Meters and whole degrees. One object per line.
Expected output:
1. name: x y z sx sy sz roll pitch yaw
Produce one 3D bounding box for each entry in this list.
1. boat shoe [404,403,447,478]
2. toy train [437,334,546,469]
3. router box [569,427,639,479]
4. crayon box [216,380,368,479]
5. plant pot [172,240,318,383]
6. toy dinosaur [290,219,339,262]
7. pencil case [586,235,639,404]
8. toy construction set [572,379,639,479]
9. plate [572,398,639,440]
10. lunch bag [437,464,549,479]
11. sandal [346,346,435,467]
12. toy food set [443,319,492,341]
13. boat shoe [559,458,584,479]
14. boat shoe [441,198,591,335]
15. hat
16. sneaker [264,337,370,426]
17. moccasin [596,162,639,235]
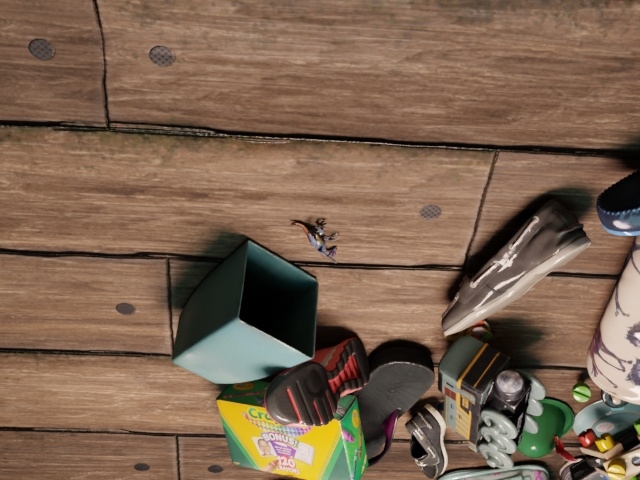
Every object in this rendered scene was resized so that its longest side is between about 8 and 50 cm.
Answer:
1. boat shoe: 0.218 0.438 2.024 0.079 0.084 0.233 -36 142 -22
2. toy train: 0.321 0.316 1.843 0.190 0.142 0.334 32 157 24
3. router box: 0.722 0.506 2.002 0.309 0.081 0.243 -36 97 15
4. crayon box: -0.054 0.372 1.862 0.278 0.081 0.165 4 119 28
5. plant pot: -0.144 0.149 1.674 0.165 0.165 0.234 31 134 -30
6. toy dinosaur: 0.000 0.000 1.616 0.090 0.047 0.082 27 150 19
7. pencil case: 0.593 0.112 1.640 0.183 0.160 0.410 19 139 15
8. toy construction set: 0.631 0.442 1.834 0.257 0.237 0.309 -4 101 12
9. plate: 0.638 0.393 2.046 0.188 0.024 0.188 -1 137 -1
10. lunch bag: 0.410 0.611 2.213 0.279 0.108 0.224 -10 133 7
11. sandal: 0.091 0.376 1.950 0.167 0.107 0.446 12 138 -13
12. toy food set: 0.281 0.172 1.804 0.082 0.020 0.083 -34 128 30
13. boat shoe: 0.587 0.577 2.211 0.075 0.065 0.206 2 137 -3
14. boat shoe: 0.317 0.050 1.640 0.112 0.095 0.335 -11 157 -46
15. hat: 0.454 0.444 1.979 0.173 0.183 0.208 -18 134 16
16. sneaker: -0.028 0.271 1.741 0.136 0.116 0.314 -17 -179 31
17. moccasin: 0.570 -0.127 1.434 0.342 0.138 0.117 -27 128 6
